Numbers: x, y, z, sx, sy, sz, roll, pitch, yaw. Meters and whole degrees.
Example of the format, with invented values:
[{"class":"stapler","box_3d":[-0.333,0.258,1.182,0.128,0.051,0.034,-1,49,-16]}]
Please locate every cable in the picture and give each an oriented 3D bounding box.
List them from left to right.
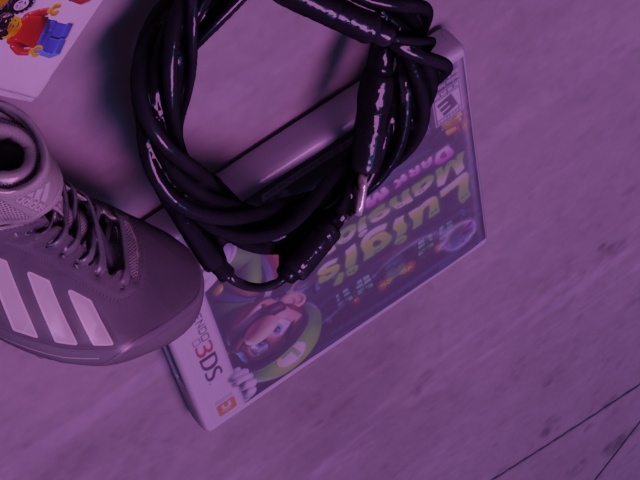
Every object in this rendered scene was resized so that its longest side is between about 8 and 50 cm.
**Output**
[{"class":"cable","box_3d":[-0.011,-0.062,0.811,0.150,0.047,0.184,-37,139,-9]}]

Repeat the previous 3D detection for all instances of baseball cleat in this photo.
[{"class":"baseball cleat","box_3d":[-0.111,-0.001,0.734,0.206,0.072,0.109,8,149,-42]}]

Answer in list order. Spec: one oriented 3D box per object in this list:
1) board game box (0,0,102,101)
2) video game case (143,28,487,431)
[{"class":"board game box","box_3d":[-0.087,-0.190,0.583,0.305,0.053,0.193,-53,148,17]},{"class":"video game case","box_3d":[0.000,0.000,0.946,0.190,0.022,0.173,-34,148,-13]}]
